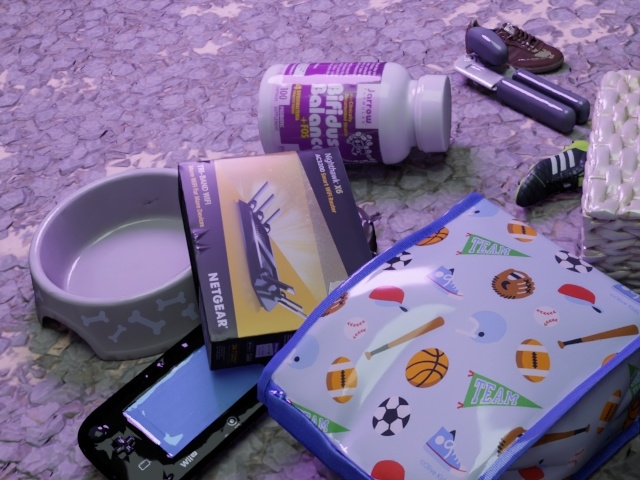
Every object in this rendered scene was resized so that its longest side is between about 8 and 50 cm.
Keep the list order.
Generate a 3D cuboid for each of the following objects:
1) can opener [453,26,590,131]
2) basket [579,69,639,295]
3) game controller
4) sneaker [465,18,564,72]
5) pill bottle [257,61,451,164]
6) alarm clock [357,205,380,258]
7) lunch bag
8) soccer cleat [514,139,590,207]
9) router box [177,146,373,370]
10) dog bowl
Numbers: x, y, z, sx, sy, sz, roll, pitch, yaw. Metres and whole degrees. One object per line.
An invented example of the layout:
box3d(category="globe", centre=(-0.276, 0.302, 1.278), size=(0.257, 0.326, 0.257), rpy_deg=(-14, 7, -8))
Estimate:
box3d(category="can opener", centre=(0.340, -0.277, 1.775), size=(0.074, 0.093, 0.280), rpy_deg=(-32, 51, -23))
box3d(category="basket", centre=(0.507, -0.030, 1.335), size=(0.328, 0.266, 0.331), rpy_deg=(5, 43, 18))
box3d(category="game controller", centre=(-0.162, 0.209, 1.368), size=(0.166, 0.067, 0.319), rpy_deg=(29, 56, 36))
box3d(category="sneaker", centre=(0.348, -0.355, 1.865), size=(0.188, 0.071, 0.066), rpy_deg=(14, 48, 26))
box3d(category="pill bottle", centre=(0.061, -0.209, 1.697), size=(0.301, 0.169, 0.169), rpy_deg=(1, 43, 14))
box3d(category="alarm clock", centre=(0.000, 0.000, 1.566), size=(0.192, 0.064, 0.129), rpy_deg=(-11, 42, 5))
box3d(category="lunch bag", centre=(0.164, 0.171, 1.215), size=(0.385, 0.239, 0.327), rpy_deg=(-31, 47, -30))
box3d(category="soccer cleat", centre=(0.375, -0.100, 1.592), size=(0.179, 0.060, 0.072), rpy_deg=(-33, 48, -26))
box3d(category="router box", centre=(-0.060, 0.017, 1.439), size=(0.242, 0.081, 0.309), rpy_deg=(-7, 55, -12))
box3d(category="dog bowl", centre=(-0.283, 0.020, 1.575), size=(0.348, 0.102, 0.349), rpy_deg=(-7, 43, 6))
